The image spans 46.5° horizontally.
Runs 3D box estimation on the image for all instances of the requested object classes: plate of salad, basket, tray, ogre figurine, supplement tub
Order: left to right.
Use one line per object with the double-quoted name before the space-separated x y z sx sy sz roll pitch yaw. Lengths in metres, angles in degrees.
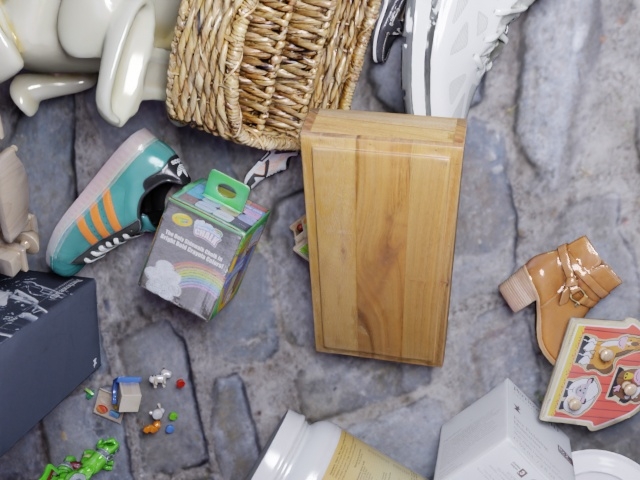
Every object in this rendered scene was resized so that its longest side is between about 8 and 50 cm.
"ogre figurine" -0.473 0.448 1.395 0.197 0.118 0.096 -13 105 18
"basket" -0.057 -0.273 1.001 0.223 0.213 0.299 21 112 6
"supplement tub" 0.035 0.437 1.212 0.316 0.228 0.228 30 112 2
"tray" 0.087 0.014 1.058 0.203 0.076 0.410 6 133 11
"plate of salad" 0.453 0.427 1.208 0.200 0.048 0.199 5 104 21

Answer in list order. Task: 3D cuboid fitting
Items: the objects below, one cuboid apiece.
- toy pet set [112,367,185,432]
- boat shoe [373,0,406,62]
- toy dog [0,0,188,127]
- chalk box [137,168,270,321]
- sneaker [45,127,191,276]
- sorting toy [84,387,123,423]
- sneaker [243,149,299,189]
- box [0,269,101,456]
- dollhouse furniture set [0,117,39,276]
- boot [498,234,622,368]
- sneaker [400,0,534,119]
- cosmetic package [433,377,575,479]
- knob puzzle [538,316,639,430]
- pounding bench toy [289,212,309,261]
"toy pet set" -0.315 0.281 1.346 0.114 0.065 0.122 6 117 -26
"boat shoe" 0.104 -0.309 1.043 0.038 0.046 0.125 17 103 13
"toy dog" -0.388 -0.352 1.021 0.408 0.284 0.395 14 111 10
"chalk box" -0.172 -0.009 1.164 0.132 0.132 0.213 27 111 4
"sneaker" -0.328 -0.033 1.204 0.121 0.108 0.302 43 111 1
"sorting toy" -0.405 0.305 1.387 0.083 0.012 0.062 21 112 5
"sneaker" -0.077 -0.114 1.153 0.044 0.040 0.109 42 113 -5
"box" -0.581 0.179 1.210 0.313 0.343 0.178 7 109 11
"dollhouse furniture set" -0.566 -0.113 1.140 0.303 0.173 0.355 16 131 7
"boot" 0.379 0.101 1.103 0.152 0.073 0.197 -35 100 17
"sneaker" 0.244 -0.307 0.942 0.258 0.169 0.447 6 108 13
"cosmetic package" 0.283 0.344 1.145 0.151 0.183 0.151 45 113 -4
"knob puzzle" 0.438 0.205 1.106 0.213 0.030 0.213 -4 111 -10
"pounding bench toy" 0.000 0.000 1.166 0.052 0.065 0.083 -38 126 21
